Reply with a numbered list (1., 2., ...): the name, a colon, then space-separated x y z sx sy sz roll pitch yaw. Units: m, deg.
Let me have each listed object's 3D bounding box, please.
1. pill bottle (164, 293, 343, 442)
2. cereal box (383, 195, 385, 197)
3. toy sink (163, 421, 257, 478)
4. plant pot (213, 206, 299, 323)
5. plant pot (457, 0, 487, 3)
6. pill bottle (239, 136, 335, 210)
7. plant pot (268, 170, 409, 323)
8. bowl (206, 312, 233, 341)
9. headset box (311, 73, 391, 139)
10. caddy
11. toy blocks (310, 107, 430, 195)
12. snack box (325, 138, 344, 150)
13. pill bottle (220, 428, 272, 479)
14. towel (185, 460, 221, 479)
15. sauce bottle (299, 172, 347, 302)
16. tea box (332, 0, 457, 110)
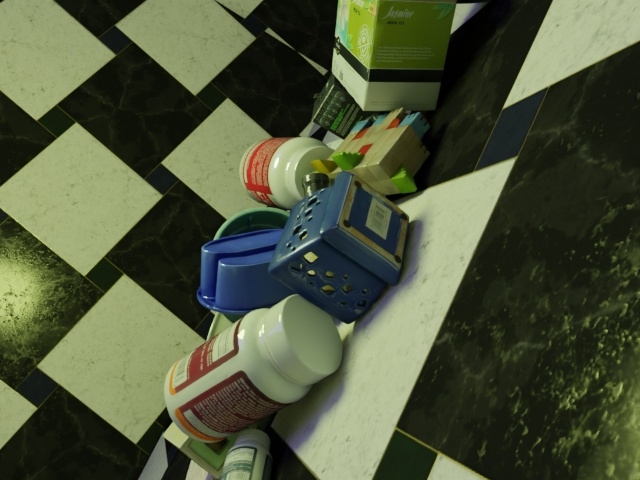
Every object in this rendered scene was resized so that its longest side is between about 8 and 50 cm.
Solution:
1. pill bottle: -0.153 0.291 1.389 0.392 0.224 0.224 -34 24 30
2. cereal box: 0.119 -0.092 1.722 0.240 0.047 0.173 -65 14 -20
3. toy sink: -0.275 0.488 1.647 0.234 0.152 0.131 -51 26 -24
4. plant pot: -0.193 0.118 1.939 0.334 0.341 0.341 124 171 -63
5. plant pot: 0.401 -0.757 1.671 0.290 0.290 0.195 -106 16 -74
6. pill bottle: -0.084 -0.206 1.892 0.229 0.229 0.408 -62 27 -6
7. plant pot: 0.058 0.005 1.337 0.212 0.236 0.236 -40 23 42
8. bowl: -0.307 0.367 2.117 0.298 0.134 0.297 13 -90 -88
9. headset box: 0.110 -0.387 1.881 0.131 0.283 0.246 -56 13 22
10. caddy: -0.162 0.096 1.633 0.241 0.341 0.179 29 124 53
11. toy blocks: 0.155 -0.232 1.592 0.261 0.190 0.381 -51 24 -24
12. snack box: 0.065 -0.235 2.071 0.187 0.060 0.321 -14 40 34
13. pill bottle: -0.161 0.510 1.342 0.108 0.108 0.180 -55 13 27
14. towel: -0.320 0.631 1.847 0.317 0.053 0.331 -52 16 30
15. sauce bottle: 0.000 0.000 1.526 0.111 0.112 0.344 145 123 -64
16. tea box: 0.187 -0.563 1.674 0.329 0.220 0.323 -116 27 -55
